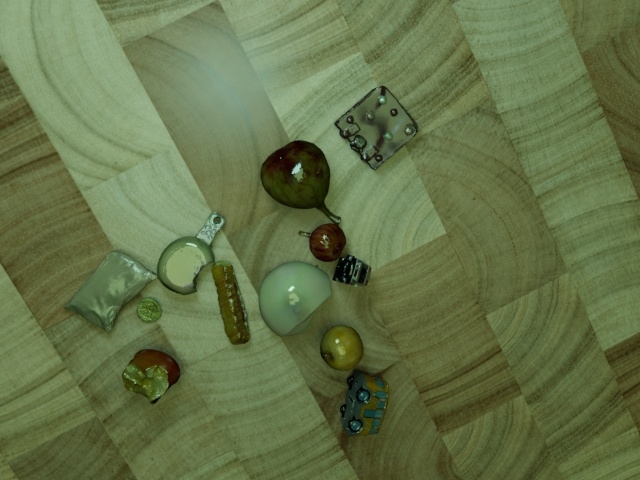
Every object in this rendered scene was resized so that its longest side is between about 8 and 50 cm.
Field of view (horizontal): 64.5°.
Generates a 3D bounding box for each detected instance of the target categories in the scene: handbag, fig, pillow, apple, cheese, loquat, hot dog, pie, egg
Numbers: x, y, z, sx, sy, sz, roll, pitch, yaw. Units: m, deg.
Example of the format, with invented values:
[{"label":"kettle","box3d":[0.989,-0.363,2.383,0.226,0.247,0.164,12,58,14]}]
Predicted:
[{"label":"handbag","box3d":[0.180,-0.364,1.634,0.216,0.074,0.203,-41,98,1]},{"label":"fig","box3d":[-0.037,-0.151,1.601,0.217,0.217,0.320,-37,121,0]},{"label":"pillow","box3d":[-0.672,0.164,1.624,0.173,0.067,0.270,39,92,-3]},{"label":"apple","box3d":[-0.545,0.428,1.633,0.158,0.147,0.156,44,124,1]},{"label":"cheese","box3d":[-0.400,0.036,1.626,0.163,0.082,0.286,38,91,-9]},{"label":"loquat","box3d":[0.071,0.355,1.678,0.163,0.163,0.137,45,127,-9]},{"label":"hot dog","box3d":[-0.296,0.208,1.665,0.083,0.068,0.288,-12,99,3]},{"label":"fig","box3d":[0.009,0.012,1.648,0.150,0.128,0.128,-18,100,26]},{"label":"pie","box3d":[-0.563,0.228,1.665,0.084,0.021,0.084,-1,101,-5]},{"label":"egg","box3d":[-0.095,0.192,1.633,0.206,0.162,0.271,34,92,-10]}]

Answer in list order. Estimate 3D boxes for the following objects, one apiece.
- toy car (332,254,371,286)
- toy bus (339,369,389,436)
[{"label":"toy car","box3d":[0.110,0.103,1.618,0.108,0.210,0.089,19,83,-5]},{"label":"toy bus","box3d":[0.155,0.555,1.724,0.136,0.126,0.209,12,95,-15]}]
